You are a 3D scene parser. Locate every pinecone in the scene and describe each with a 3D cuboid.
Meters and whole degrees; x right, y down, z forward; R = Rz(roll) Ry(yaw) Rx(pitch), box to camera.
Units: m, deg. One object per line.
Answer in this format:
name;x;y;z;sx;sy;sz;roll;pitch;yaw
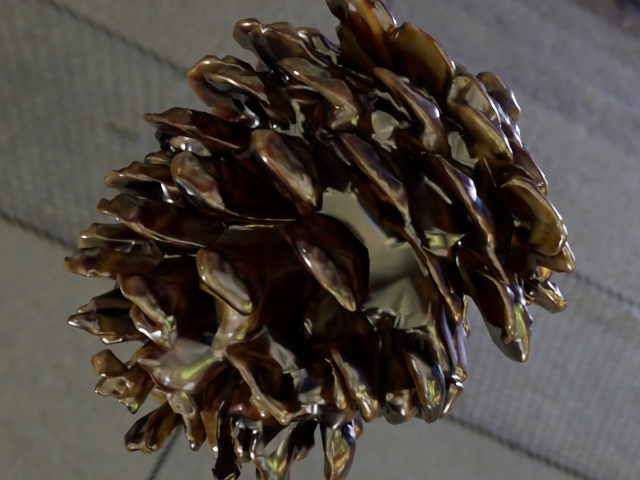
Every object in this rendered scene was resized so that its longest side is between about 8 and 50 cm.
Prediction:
pinecone;0.000;0.000;0.987;0.272;0.224;0.224;-34;88;-19
